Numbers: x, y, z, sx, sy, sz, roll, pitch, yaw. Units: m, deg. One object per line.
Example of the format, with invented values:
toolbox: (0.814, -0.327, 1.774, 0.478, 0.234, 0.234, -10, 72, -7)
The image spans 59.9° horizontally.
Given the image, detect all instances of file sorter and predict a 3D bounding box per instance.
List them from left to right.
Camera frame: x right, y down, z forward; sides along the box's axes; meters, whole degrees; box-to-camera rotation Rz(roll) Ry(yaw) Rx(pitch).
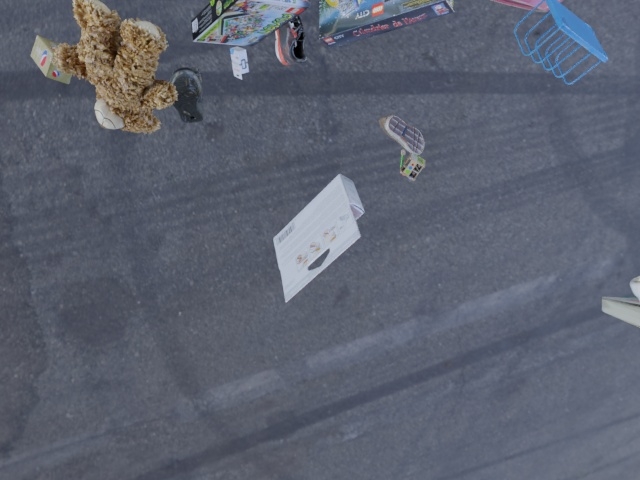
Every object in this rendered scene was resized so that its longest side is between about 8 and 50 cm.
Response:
file sorter: (0.543, -0.451, 1.266, 0.170, 0.118, 0.104, 19, 139, -30)

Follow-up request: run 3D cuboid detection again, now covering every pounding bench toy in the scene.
pounding bench toy: (0.263, -0.229, 1.678, 0.083, 0.052, 0.065, 30, 120, -8)

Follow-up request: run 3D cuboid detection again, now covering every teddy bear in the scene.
teddy bear: (-0.390, -0.315, 1.069, 0.245, 0.113, 0.338, 25, 152, -26)

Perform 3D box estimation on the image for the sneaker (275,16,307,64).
sneaker: (-0.052, -0.391, 0.992, 0.061, 0.065, 0.158, -40, 134, -29)

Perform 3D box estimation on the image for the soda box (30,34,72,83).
soda box: (-0.685, -0.464, 1.422, 0.058, 0.181, 0.061, 11, 113, -45)

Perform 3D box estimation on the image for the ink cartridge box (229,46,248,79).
ink cartridge box: (-0.237, -0.522, 1.635, 0.028, 0.048, 0.083, -27, 132, -29)

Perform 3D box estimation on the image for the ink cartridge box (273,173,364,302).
ink cartridge box: (0.000, 0.000, 1.407, 0.060, 0.239, 0.275, 28, 121, -36)

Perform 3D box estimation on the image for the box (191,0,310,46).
box: (-0.116, -0.355, 0.873, 0.114, 0.207, 0.036, -7, 95, -30)

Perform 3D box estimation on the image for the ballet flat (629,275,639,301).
ballet flat: (0.428, -0.038, 0.508, 0.139, 0.139, 0.400, -5, 139, -22)

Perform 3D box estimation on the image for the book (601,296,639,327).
book: (0.489, 0.103, 0.806, 0.096, 0.144, 0.035, -1, 91, 3)

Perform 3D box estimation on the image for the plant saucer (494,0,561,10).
plant saucer: (0.516, -0.703, 1.531, 0.332, 0.332, 0.084, 4, 117, -27)

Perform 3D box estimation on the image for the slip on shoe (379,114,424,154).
slip on shoe: (0.184, -0.240, 1.262, 0.135, 0.041, 0.051, 25, 87, -38)

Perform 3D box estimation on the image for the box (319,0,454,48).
box: (0.106, -0.437, 0.946, 0.044, 0.233, 0.159, 12, 75, -58)

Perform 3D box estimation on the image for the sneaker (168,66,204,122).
sneaker: (-0.340, -0.396, 1.392, 0.087, 0.130, 0.227, -11, 171, -6)
